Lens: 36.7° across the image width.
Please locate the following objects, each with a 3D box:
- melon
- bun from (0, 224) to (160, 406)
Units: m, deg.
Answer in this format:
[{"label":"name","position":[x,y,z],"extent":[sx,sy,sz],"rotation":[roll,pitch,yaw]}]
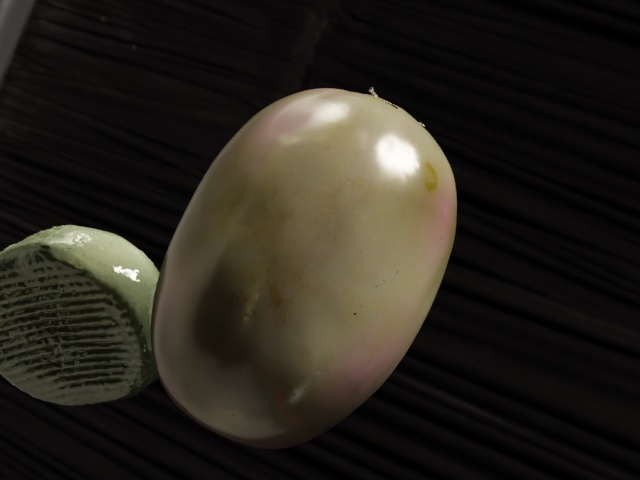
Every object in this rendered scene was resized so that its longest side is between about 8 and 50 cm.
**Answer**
[{"label":"melon","position":[-0.012,0.020,0.810],"extent":[0.317,0.223,0.223],"rotation":[-63,155,-3]},{"label":"bun","position":[-0.242,0.072,0.987],"extent":[0.108,0.221,0.221],"rotation":[-62,161,-54]}]
